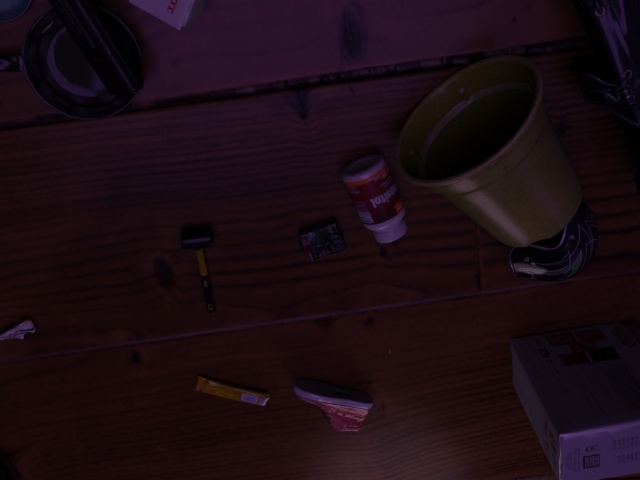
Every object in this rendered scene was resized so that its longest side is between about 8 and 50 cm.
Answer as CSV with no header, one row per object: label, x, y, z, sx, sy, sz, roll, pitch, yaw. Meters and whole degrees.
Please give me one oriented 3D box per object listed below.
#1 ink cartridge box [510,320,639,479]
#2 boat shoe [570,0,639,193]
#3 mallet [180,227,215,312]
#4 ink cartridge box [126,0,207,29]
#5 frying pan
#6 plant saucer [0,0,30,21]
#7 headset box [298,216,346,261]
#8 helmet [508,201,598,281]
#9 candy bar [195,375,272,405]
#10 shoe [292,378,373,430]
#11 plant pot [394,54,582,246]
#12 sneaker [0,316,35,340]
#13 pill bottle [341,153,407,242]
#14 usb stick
ink cartridge box,0.546,0.303,1.493,0.272,0.309,0.130,-10,116,2
boat shoe,0.506,-0.282,1.288,0.156,0.187,0.500,-17,111,10
mallet,-0.217,0.057,1.484,0.062,0.039,0.189,-14,121,1
ink cartridge box,-0.267,-0.457,1.158,0.237,0.100,0.172,29,119,-2
frying pan,-0.456,-0.277,1.295,0.326,0.053,0.197,-21,116,8
plant saucer,-0.524,-0.416,1.241,0.119,0.021,0.119,-2,116,-3
headset box,0.000,0.000,1.467,0.083,0.032,0.062,-20,115,7
helmet,0.431,-0.005,1.421,0.162,0.169,0.169,-11,117,19
candy bar,-0.183,0.319,1.617,0.162,0.018,0.040,15,117,-11
shoe,0.018,0.352,1.620,0.178,0.063,0.081,15,109,-15
plant pot,0.312,-0.128,1.319,0.276,0.276,0.254,-38,123,14
sneaker,-0.603,0.185,1.519,0.083,0.032,0.037,-25,114,9
pill bottle,0.104,-0.075,1.409,0.086,0.086,0.152,-23,115,7
usb stick,-0.368,-0.343,1.189,0.077,0.045,0.278,6,138,36
